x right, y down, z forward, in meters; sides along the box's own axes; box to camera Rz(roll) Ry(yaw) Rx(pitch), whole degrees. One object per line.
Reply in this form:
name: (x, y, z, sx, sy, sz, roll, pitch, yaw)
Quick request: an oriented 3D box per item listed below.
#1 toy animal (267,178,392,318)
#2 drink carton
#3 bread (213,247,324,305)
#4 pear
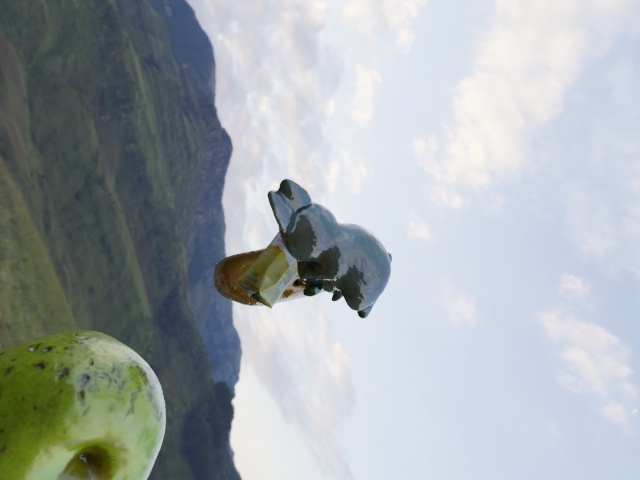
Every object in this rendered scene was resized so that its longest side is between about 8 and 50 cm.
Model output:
toy animal: (0.000, -0.002, 0.712, 0.125, 0.127, 0.251, -15, -50, 37)
drink carton: (-0.067, 0.028, 0.924, 0.084, 0.200, 0.075, 22, -28, 36)
bread: (-0.097, 0.084, 1.196, 0.337, 0.327, 0.148, 158, -83, -70)
pear: (-0.497, 0.344, 0.915, 0.391, 0.390, 0.391, 49, -32, 45)
